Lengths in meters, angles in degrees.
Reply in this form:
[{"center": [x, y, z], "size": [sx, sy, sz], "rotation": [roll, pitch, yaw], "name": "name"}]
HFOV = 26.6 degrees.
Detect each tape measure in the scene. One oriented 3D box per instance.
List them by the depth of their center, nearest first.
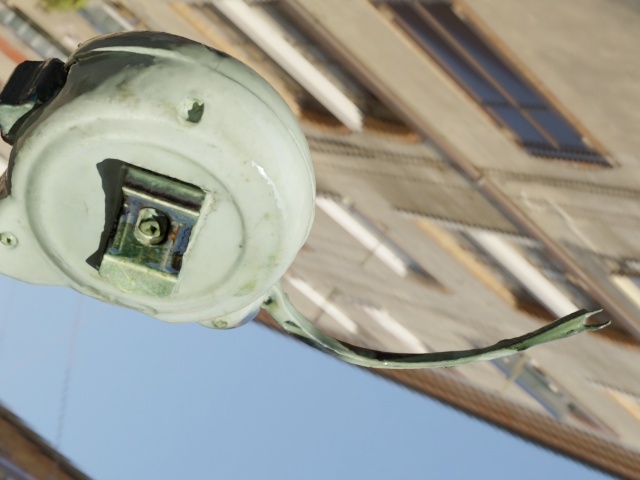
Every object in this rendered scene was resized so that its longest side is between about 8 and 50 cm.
[{"center": [0.000, 0.001, 0.658], "size": [0.164, 0.330, 0.084], "rotation": [110, -5, -47], "name": "tape measure"}]
